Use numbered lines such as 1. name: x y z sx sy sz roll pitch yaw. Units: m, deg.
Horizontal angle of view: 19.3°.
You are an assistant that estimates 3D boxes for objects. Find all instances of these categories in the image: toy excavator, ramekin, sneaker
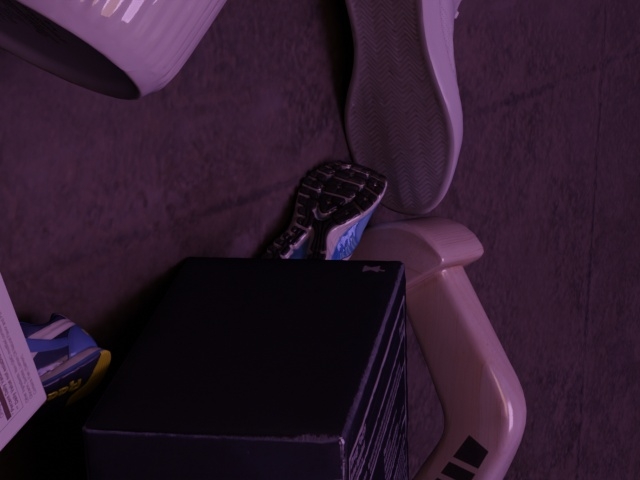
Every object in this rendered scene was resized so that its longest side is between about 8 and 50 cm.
1. toy excavator: 0.115 0.261 1.617 0.222 0.433 0.445 -8 134 -58
2. ramekin: -0.151 -0.168 1.100 0.109 0.207 0.207 -63 147 -8
3. sneaker: -0.209 0.090 1.231 0.144 0.059 0.053 -20 149 -38
4. sneaker: 0.095 -0.176 1.587 0.169 0.108 0.292 -52 148 -44
5. sneaker: 0.000 0.000 1.553 0.162 0.063 0.073 -52 158 -31

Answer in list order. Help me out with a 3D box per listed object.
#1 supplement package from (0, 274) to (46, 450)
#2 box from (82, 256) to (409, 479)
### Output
1. supplement package: -0.309 0.071 0.909 0.263 0.199 0.198 -51 140 -39
2. box: -0.039 0.197 1.338 0.296 0.182 0.294 -65 156 -67
